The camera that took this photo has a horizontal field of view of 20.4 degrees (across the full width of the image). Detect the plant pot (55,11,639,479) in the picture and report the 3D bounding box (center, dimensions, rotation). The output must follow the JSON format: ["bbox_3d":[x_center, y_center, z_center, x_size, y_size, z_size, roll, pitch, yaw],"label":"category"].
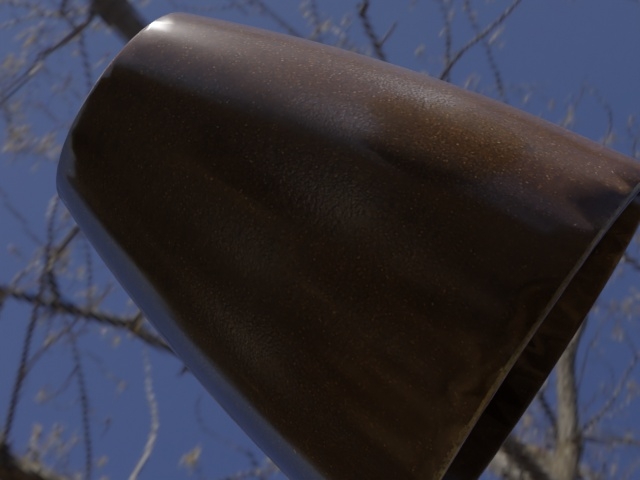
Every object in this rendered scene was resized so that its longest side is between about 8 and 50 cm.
[{"bbox_3d":[0.000,0.000,0.819,0.230,0.215,0.215,33,-60,12],"label":"plant pot"}]
